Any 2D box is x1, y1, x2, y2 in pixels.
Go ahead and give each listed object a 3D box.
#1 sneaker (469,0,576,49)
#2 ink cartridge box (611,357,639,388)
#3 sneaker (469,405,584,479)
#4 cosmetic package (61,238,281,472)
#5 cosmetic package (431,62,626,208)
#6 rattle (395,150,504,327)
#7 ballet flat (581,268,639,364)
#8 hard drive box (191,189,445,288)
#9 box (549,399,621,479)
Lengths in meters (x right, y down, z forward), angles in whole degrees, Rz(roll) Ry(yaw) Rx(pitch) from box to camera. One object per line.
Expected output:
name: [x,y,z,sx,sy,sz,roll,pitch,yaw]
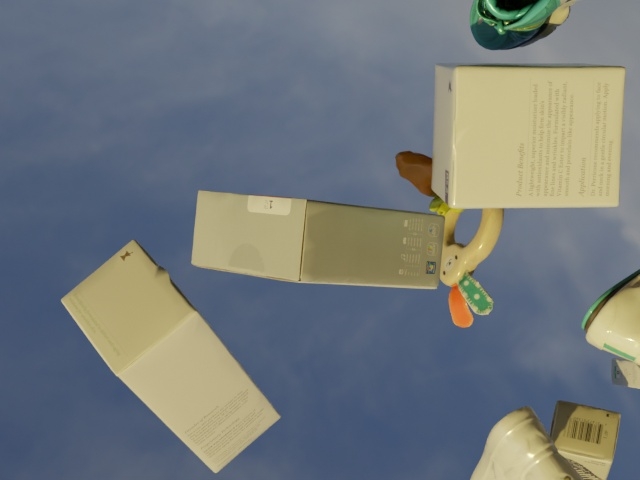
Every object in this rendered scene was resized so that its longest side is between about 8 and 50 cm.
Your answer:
sneaker: [0.211,-0.269,1.188,0.110,0.275,0.107,-28,-92,-13]
ink cartridge box: [0.618,0.222,1.846,0.180,0.224,0.056,-1,-94,-12]
sneaker: [0.313,0.387,1.643,0.108,0.293,0.169,-27,-122,-15]
cosmetic package: [-0.225,0.189,1.740,0.155,0.365,0.197,-40,-129,-7]
cosmetic package: [0.223,-0.119,1.219,0.183,0.151,0.151,1,-169,-2]
rattle: [0.160,-0.001,1.443,0.130,0.200,0.142,5,166,44]
ballet flat: [0.563,0.057,1.685,0.400,0.139,0.139,-37,-112,-26]
hard drive box: [0.000,0.000,1.265,0.181,0.089,0.232,7,-178,44]
box: [0.443,0.380,1.910,0.113,0.275,0.094,10,-121,15]
